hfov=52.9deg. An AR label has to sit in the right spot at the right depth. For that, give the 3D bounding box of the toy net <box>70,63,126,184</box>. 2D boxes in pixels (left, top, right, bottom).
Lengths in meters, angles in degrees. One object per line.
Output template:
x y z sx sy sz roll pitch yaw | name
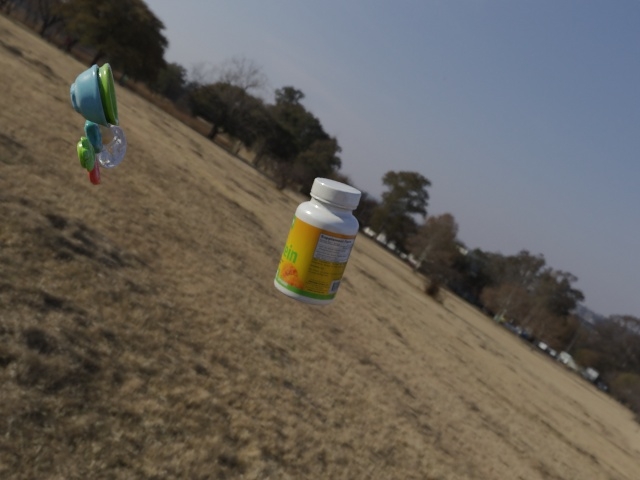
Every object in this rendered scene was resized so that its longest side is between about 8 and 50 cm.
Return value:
-0.259 -0.123 0.782 0.045 0.122 0.232 -9 -3 -12 | toy net

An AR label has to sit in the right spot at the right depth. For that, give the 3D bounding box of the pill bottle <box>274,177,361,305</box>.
0.000 0.000 1.348 0.137 0.245 0.136 17 13 -4 | pill bottle
